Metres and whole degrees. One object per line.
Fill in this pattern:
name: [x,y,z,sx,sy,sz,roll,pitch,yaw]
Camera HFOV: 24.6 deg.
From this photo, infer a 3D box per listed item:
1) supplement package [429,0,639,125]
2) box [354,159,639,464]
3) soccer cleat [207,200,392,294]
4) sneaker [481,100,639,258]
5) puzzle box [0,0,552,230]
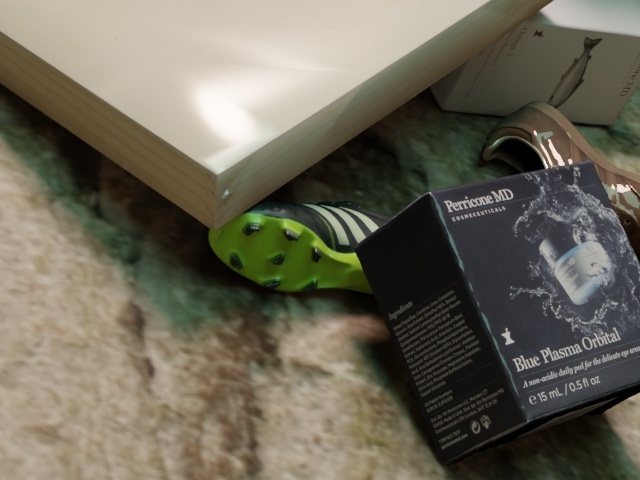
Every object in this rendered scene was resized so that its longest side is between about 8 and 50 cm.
supplement package: [0.181,-0.174,1.247,0.179,0.105,0.105,2,45,-26]
box: [0.131,0.044,0.961,0.156,0.093,0.158,-12,73,-37]
soccer cleat: [0.000,0.000,1.003,0.179,0.060,0.072,11,32,-28]
sneaker: [0.207,-0.031,1.156,0.071,0.066,0.188,-33,62,-29]
puzzle box: [-0.031,-0.183,1.081,0.272,0.052,0.409,34,49,27]
